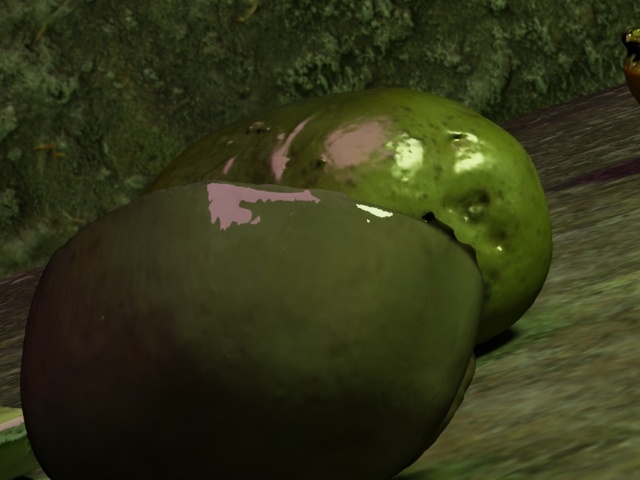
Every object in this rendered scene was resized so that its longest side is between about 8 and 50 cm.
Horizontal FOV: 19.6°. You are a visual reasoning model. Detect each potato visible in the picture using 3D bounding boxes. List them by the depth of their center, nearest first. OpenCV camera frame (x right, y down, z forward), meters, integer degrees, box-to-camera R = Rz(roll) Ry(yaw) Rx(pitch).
[{"bbox_3d":[-0.001,0.001,0.962,0.197,0.148,0.228,-36,15,-24],"label":"potato"}]

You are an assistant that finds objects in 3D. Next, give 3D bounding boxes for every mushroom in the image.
[{"bbox_3d":[-0.035,0.055,0.655,0.188,0.141,0.117,-19,36,49],"label":"mushroom"}]

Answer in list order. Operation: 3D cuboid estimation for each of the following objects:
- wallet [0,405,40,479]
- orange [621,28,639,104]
[{"bbox_3d":[-0.228,0.127,0.951,0.155,0.039,0.110,-20,9,-21],"label":"wallet"},{"bbox_3d":[0.328,-0.133,1.514,0.170,0.112,0.160,8,0,14],"label":"orange"}]
